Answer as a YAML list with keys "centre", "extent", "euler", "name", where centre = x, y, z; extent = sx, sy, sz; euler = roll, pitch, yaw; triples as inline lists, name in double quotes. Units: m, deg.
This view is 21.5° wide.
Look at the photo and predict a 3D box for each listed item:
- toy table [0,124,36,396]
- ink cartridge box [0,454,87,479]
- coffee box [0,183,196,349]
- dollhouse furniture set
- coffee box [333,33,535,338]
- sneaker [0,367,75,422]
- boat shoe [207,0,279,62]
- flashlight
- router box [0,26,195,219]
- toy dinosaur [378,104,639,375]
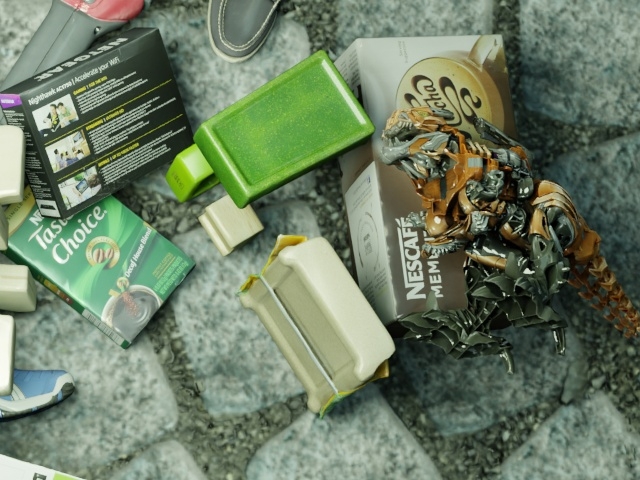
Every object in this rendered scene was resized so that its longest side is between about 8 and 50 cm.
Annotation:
- centre: [-0.353, 0.016, 1.527]
  extent: [0.160, 0.274, 0.252]
  euler: [0, 83, -1]
  name: "toy table"
- centre: [-0.343, 0.255, 1.547]
  extent: [0.255, 0.097, 0.189]
  euler: [19, 100, -11]
  name: "ink cartridge box"
- centre: [-0.232, 0.010, 1.696]
  extent: [0.184, 0.040, 0.113]
  euler: [40, 71, -2]
  name: "coffee box"
- centre: [0.000, 0.000, 1.676]
  extent: [0.151, 0.197, 0.301]
  euler: [-31, 85, -21]
  name: "dollhouse furniture set"
- centre: [0.116, -0.055, 1.755]
  extent: [0.168, 0.119, 0.297]
  euler: [-3, 78, -18]
  name: "coffee box"
- centre: [-0.342, 0.138, 1.618]
  extent: [0.211, 0.080, 0.081]
  euler: [-4, 80, -15]
  name: "sneaker"
- centre: [-0.066, -0.289, 1.795]
  extent: [0.075, 0.065, 0.206]
  euler: [23, 72, -7]
  name: "boat shoe"
- centre: [-0.271, -0.177, 1.707]
  extent: [0.103, 0.103, 0.304]
  euler: [41, 72, -38]
  name: "flashlight"
- centre: [-0.217, -0.118, 1.663]
  extent: [0.179, 0.046, 0.133]
  euler: [-32, 116, -35]
  name: "router box"
- centre: [0.191, -0.002, 1.627]
  extent: [0.322, 0.164, 0.218]
  euler: [22, 56, -1]
  name: "toy dinosaur"
